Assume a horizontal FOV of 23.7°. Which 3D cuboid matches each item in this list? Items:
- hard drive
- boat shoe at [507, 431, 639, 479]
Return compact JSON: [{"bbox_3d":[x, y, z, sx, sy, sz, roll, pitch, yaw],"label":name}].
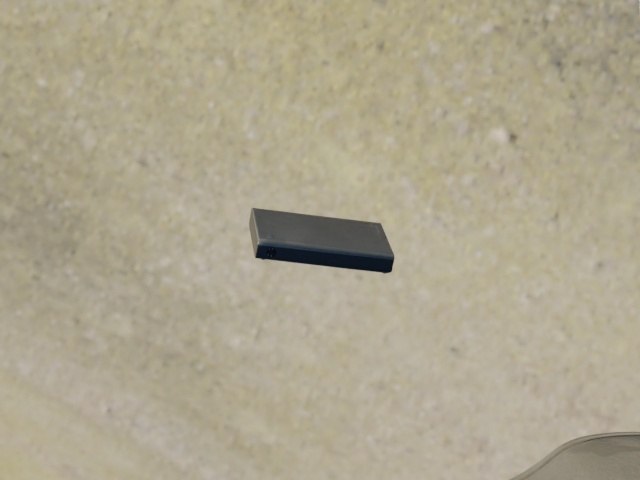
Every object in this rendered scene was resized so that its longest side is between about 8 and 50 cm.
[{"bbox_3d":[0.000,0.000,1.507,0.135,0.094,0.022,7,111,-10],"label":"hard drive"},{"bbox_3d":[0.228,0.273,1.472,0.335,0.112,0.095,-14,132,-24],"label":"boat shoe"}]
